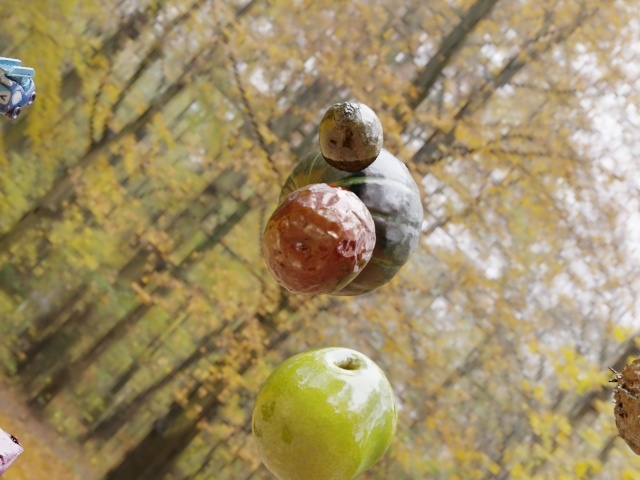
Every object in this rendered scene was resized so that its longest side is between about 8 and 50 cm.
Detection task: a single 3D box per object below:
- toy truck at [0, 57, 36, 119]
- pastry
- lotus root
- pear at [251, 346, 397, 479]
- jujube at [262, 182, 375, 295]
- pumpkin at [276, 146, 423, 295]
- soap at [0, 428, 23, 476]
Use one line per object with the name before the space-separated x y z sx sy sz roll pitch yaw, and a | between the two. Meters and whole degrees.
toy truck | -0.428 -0.219 1.673 0.056 0.073 0.090 32 -36 9
pastry | 0.610 0.308 2.074 0.275 0.193 0.275 37 11 -8
lotus root | 0.055 -0.189 2.225 0.120 0.120 0.209 39 -12 17
pear | 0.000 0.235 1.457 0.166 0.216 0.180 18 19 17
jujube | 0.000 0.000 2.005 0.190 0.190 0.255 43 1 3
pumpkin | 0.052 -0.048 2.454 0.241 0.323 0.323 18 9 -43
soap | -0.625 0.368 1.996 0.112 0.289 0.182 -48 125 -66
